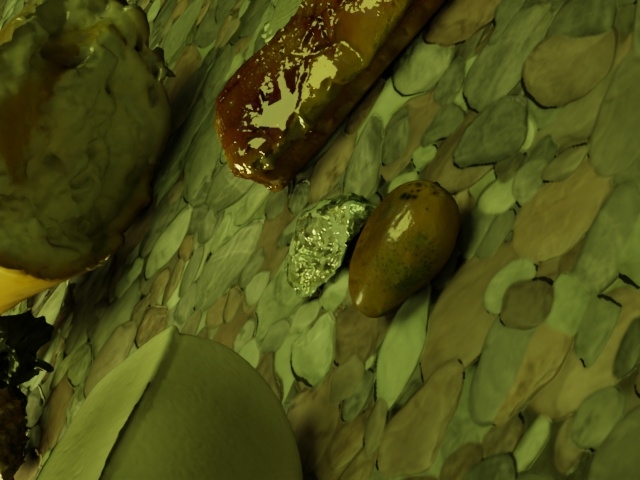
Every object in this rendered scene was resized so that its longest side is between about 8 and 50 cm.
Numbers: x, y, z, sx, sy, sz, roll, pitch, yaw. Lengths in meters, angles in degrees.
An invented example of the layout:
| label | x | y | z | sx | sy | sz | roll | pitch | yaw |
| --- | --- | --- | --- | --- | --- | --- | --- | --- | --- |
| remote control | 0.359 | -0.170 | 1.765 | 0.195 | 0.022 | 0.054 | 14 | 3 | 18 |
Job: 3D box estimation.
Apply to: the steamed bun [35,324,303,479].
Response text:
| label | x | y | z | sx | sy | sz | roll | pitch | yaw |
| --- | --- | --- | --- | --- | --- | --- | --- | --- | --- |
| steamed bun | -0.108 | 0.196 | 1.063 | 0.146 | 0.164 | 0.241 | -39 | 17 | 38 |

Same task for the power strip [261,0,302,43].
| label | x | y | z | sx | sy | sz | roll | pitch | yaw |
| --- | --- | --- | --- | --- | --- | --- | --- | --- | --- |
| power strip | 0.009 | -0.231 | 1.439 | 0.175 | 0.042 | 0.075 | -17 | 49 | 55 |

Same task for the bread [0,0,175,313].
| label | x | y | z | sx | sy | sz | roll | pitch | yaw |
| --- | --- | --- | --- | --- | --- | --- | --- | --- | --- |
| bread | -0.354 | -0.068 | 1.728 | 0.394 | 0.250 | 0.361 | -29 | 23 | 53 |

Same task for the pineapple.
| label | x | y | z | sx | sy | sz | roll | pitch | yaw |
| --- | --- | --- | --- | --- | --- | --- | --- | --- | --- |
| pineapple | -0.361 | 0.170 | 1.665 | 0.119 | 0.111 | 0.237 | -13 | 35 | 18 |

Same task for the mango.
| label | x | y | z | sx | sy | sz | roll | pitch | yaw |
| --- | --- | --- | --- | --- | --- | --- | --- | --- | --- |
| mango | 0.058 | 0.008 | 1.083 | 0.114 | 0.057 | 0.079 | -60 | 27 | 23 |

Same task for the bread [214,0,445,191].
| label | x | y | z | sx | sy | sz | roll | pitch | yaw |
| --- | --- | --- | --- | --- | --- | --- | --- | --- | --- |
| bread | 0.008 | -0.168 | 1.329 | 0.271 | 0.077 | 0.139 | -47 | 37 | 24 |

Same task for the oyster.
| label | x | y | z | sx | sy | sz | roll | pitch | yaw |
| --- | --- | --- | --- | --- | --- | --- | --- | --- | --- |
| oyster | 0.001 | 0.000 | 1.216 | 0.100 | 0.037 | 0.098 | -59 | 24 | 6 |
